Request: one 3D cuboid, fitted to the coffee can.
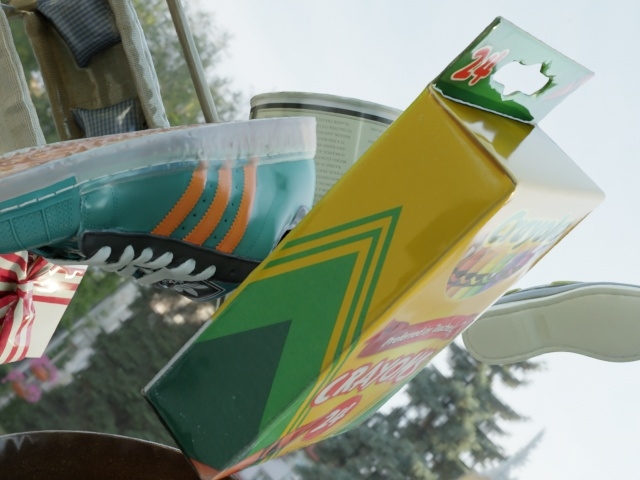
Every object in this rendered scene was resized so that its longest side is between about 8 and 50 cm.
[{"bbox_3d":[0.000,0.000,1.056,0.201,0.276,0.201,10,-4,1],"label":"coffee can"}]

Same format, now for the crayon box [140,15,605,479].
[{"bbox_3d":[0.057,0.015,0.636,0.081,0.318,0.202,51,23,19],"label":"crayon box"}]

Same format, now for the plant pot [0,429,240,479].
[{"bbox_3d":[-0.172,0.281,0.701,0.215,0.231,0.215,12,5,-1],"label":"plant pot"}]

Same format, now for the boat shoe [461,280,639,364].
[{"bbox_3d":[0.342,0.102,1.320,0.305,0.091,0.109,-9,-75,31],"label":"boat shoe"}]

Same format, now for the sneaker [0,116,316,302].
[{"bbox_3d":[-0.095,-0.012,0.634,0.108,0.302,0.121,0,-80,36],"label":"sneaker"}]

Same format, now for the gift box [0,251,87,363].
[{"bbox_3d":[-0.459,0.014,1.255,0.258,0.255,0.276,32,14,26],"label":"gift box"}]

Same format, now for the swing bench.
[{"bbox_3d":[-0.241,-0.133,0.882,0.165,0.254,0.253,-20,-92,52],"label":"swing bench"}]
